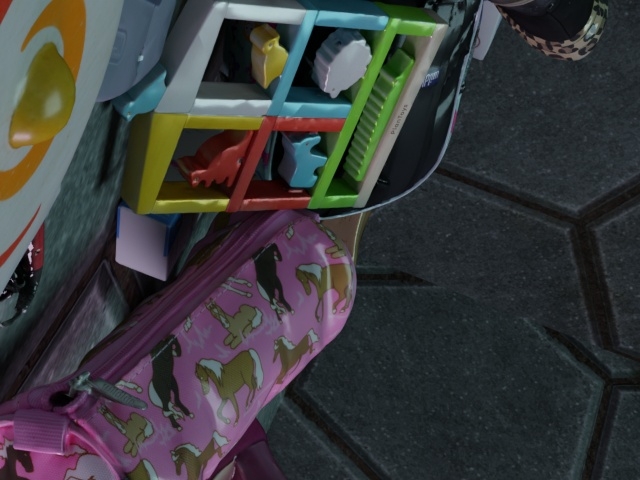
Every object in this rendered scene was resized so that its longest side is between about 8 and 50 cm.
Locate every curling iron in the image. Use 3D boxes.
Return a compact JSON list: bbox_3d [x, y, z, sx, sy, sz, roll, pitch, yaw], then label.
[{"bbox_3d":[-0.181,-0.046,0.865,0.068,0.035,0.274,-63,173,-47],"label":"curling iron"}]

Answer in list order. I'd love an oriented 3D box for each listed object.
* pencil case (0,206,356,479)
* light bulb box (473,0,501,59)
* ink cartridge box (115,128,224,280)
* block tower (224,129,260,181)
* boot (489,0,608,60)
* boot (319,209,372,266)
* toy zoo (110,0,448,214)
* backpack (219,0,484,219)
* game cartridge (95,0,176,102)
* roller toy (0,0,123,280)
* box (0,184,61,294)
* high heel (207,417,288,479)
[{"bbox_3d":[-0.113,0.107,1.181,0.167,0.160,0.386,-31,-172,38],"label":"pencil case"},{"bbox_3d":[0.214,-0.512,2.047,0.358,0.225,0.361,97,16,-72],"label":"light bulb box"},{"bbox_3d":[-0.133,-0.041,1.290,0.088,0.052,0.122,104,8,-55],"label":"ink cartridge box"},{"bbox_3d":[-0.037,-0.115,1.619,0.097,0.091,0.335,-43,-179,11],"label":"block tower"},{"bbox_3d":[0.175,-0.368,1.491,0.138,0.377,0.284,-29,159,16],"label":"boot"},{"bbox_3d":[0.000,0.000,1.662,0.248,0.090,0.207,-61,-175,3],"label":"boot"},{"bbox_3d":[-0.043,-0.108,1.170,0.293,0.030,0.192,-3,128,-41],"label":"toy zoo"},{"bbox_3d":[0.019,-0.152,1.350,0.225,0.191,0.254,-14,129,-26],"label":"backpack"},{"bbox_3d":[-0.112,-0.169,0.741,0.294,0.060,0.196,-43,145,-84],"label":"game cartridge"},{"bbox_3d":[-0.150,-0.069,0.485,0.209,0.146,0.191,-48,159,-78],"label":"roller toy"},{"bbox_3d":[-0.178,-0.024,0.623,0.087,0.102,0.101,99,12,-58],"label":"box"},{"bbox_3d":[-0.191,0.242,1.464,0.377,0.181,0.127,2,129,-53],"label":"high heel"}]
